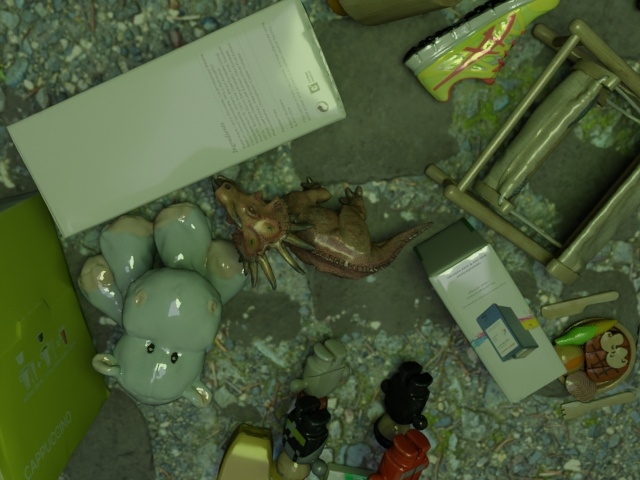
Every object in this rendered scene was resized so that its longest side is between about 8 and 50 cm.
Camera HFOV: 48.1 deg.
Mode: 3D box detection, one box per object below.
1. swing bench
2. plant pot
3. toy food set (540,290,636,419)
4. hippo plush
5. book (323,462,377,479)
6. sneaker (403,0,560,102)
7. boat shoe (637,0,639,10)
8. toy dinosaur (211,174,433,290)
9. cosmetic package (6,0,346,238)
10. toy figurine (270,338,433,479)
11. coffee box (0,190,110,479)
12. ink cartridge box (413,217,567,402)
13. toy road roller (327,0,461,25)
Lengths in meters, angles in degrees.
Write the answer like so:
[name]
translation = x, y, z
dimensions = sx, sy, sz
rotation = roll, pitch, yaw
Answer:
[swing bench]
translation = 0.318, -0.102, 0.921
dimensions = 0.254, 0.165, 0.253
rotation = 34, 103, -9
[plant pot]
translation = -0.108, 0.328, 1.089
dimensions = 0.081, 0.081, 0.083
rotation = 14, 93, -3
[toy food set]
translation = 0.403, 0.177, 1.061
dimensions = 0.132, 0.038, 0.192
rotation = -15, 105, 4
[hippo plush]
translation = -0.230, 0.104, 0.943
dimensions = 0.234, 0.236, 0.294
rotation = 22, 104, -6
[book]
translation = 0.042, 0.428, 1.141
dimensions = 0.096, 0.035, 0.144
rotation = 12, 104, -7
[sneaker]
translation = 0.217, -0.253, 0.928
dimensions = 0.208, 0.081, 0.094
rotation = -28, 105, 18
[boat shoe]
translation = 0.473, -0.298, 0.924
dimensions = 0.132, 0.049, 0.042
rotation = 3, 98, -5
[toy dinosaur]
translation = 0.000, 0.000, 0.932
dimensions = 0.295, 0.200, 0.127
rotation = 13, 105, -4
[cosmetic package]
translation = -0.162, -0.155, 0.894
dimensions = 0.365, 0.197, 0.155
rotation = -22, 104, 5
[toy figurine]
translation = 0.047, 0.262, 1.004
dimensions = 0.209, 0.213, 0.148
rotation = 16, 121, -1
[coffee box]
translation = -0.511, 0.158, 0.907
dimensions = 0.334, 0.338, 0.338
rotation = -12, 105, 3
[ink cartridge box]
translation = 0.226, 0.091, 0.979
dimensions = 0.093, 0.154, 0.212
rotation = -31, 102, 7
[toy road roller]
translation = 0.011, -0.371, 0.759
dimensions = 0.240, 0.202, 0.330
rotation = -41, 117, -31
